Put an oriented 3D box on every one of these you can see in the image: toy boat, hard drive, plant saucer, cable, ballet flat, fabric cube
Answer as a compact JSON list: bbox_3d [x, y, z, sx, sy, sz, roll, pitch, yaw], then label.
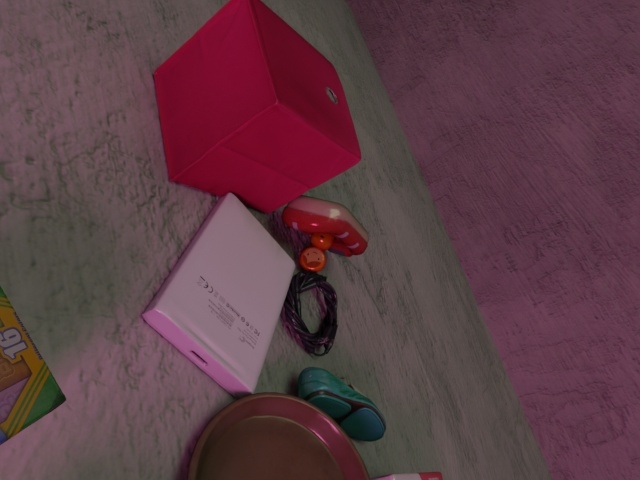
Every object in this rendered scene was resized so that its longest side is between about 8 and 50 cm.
[{"bbox_3d":[0.000,0.000,1.001,0.231,0.150,0.151,41,69,-54],"label":"toy boat"},{"bbox_3d":[-0.145,0.076,0.762,0.203,0.040,0.308,50,29,-23],"label":"hard drive"},{"bbox_3d":[-0.048,0.338,0.601,0.277,0.041,0.278,25,34,-18],"label":"plant saucer"},{"bbox_3d":[-0.019,0.136,0.933,0.150,0.047,0.185,47,35,-19],"label":"cable"},{"bbox_3d":[0.044,0.300,0.853,0.247,0.083,0.087,43,19,-37],"label":"ballet flat"},{"bbox_3d":[-0.116,-0.238,0.856,0.258,0.259,0.254,19,51,-54],"label":"fabric cube"}]

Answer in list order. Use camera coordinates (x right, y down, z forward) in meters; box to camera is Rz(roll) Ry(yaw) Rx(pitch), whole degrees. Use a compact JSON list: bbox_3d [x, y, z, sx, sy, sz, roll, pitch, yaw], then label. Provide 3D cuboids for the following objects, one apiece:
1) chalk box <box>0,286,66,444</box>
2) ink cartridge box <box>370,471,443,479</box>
[{"bbox_3d":[-0.304,0.119,0.280,0.132,0.132,0.213,61,8,-2],"label":"chalk box"},{"bbox_3d":[0.153,0.556,0.764,0.207,0.117,0.283,31,41,-47],"label":"ink cartridge box"}]
